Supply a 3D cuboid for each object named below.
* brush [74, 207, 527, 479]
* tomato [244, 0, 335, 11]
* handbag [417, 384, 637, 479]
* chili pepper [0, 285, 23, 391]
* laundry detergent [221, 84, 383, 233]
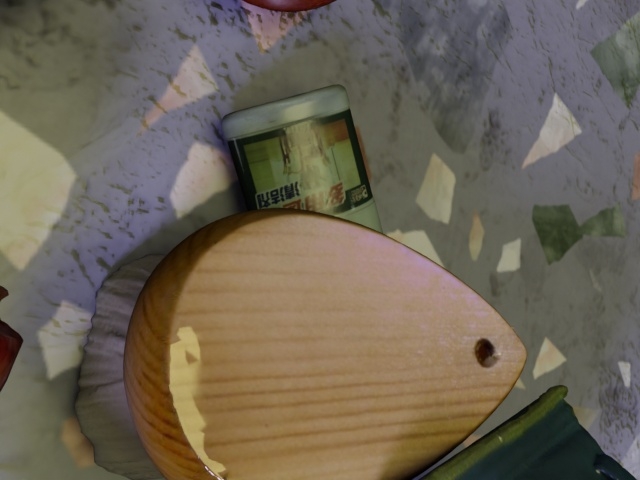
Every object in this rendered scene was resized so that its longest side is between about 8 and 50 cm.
[{"bbox_3d":[-0.008,0.082,0.448,0.267,0.166,0.174,7,74,-28],"label":"brush"},{"bbox_3d":[-0.014,-0.246,0.479,0.167,0.167,0.167,1,89,-35],"label":"tomato"},{"bbox_3d":[0.130,0.261,0.427,0.263,0.222,0.241,-10,55,-46],"label":"handbag"},{"bbox_3d":[-0.285,0.095,0.257,0.251,0.229,0.305,25,85,-23],"label":"chili pepper"},{"bbox_3d":[0.000,0.000,0.532,0.099,0.070,0.225,-20,105,-22],"label":"laundry detergent"}]
